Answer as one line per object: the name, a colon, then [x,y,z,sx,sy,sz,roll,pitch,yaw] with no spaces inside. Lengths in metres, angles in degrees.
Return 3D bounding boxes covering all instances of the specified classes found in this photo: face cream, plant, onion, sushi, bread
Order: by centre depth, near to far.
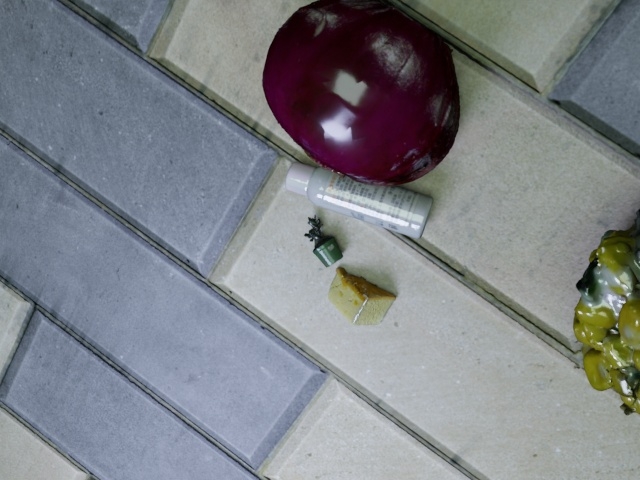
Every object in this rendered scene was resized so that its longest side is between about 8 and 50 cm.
sushi: [0.507,0.080,0.828,0.286,0.328,0.328,-12,103,31]
onion: [0.068,-0.237,0.907,0.282,0.260,0.336,-44,89,17]
face cream: [0.065,-0.081,1.041,0.269,0.082,0.081,19,110,12]
plant: [0.000,0.000,1.100,0.051,0.051,0.102,-33,89,22]
bread: [0.073,0.112,1.127,0.109,0.080,0.084,43,118,40]
